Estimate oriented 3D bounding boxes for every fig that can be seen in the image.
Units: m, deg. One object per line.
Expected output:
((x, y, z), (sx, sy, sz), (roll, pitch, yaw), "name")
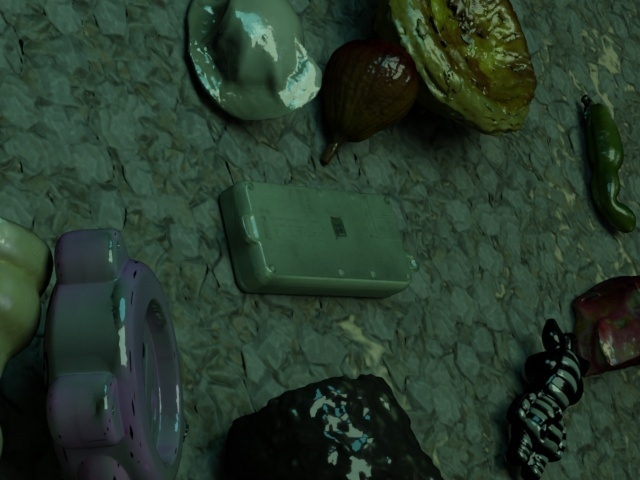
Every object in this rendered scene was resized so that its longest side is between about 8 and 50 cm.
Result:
((0.037, -0.171, 1.894), (0.153, 0.119, 0.119), (-32, 96, -8), "fig")

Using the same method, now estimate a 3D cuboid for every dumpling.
((-0.080, -0.215, 1.787), (0.150, 0.092, 0.176), (-26, 95, -38), "dumpling")

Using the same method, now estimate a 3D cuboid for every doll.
((0.271, 0.195, 1.965), (0.091, 0.067, 0.219), (45, 48, -19), "doll")

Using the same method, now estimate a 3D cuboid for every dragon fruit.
((0.455, 0.092, 2.154), (0.274, 0.161, 0.126), (-4, 75, -47), "dragon fruit")

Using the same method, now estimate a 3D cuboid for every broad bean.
((0.404, -0.112, 2.300), (0.070, 0.048, 0.214), (11, 62, -44), "broad bean")

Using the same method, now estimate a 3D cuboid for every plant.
((0.016, 0.248, 1.556), (0.204, 0.178, 0.234), (3, 62, -49), "plant")

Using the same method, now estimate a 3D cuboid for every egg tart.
((0.156, -0.245, 2.027), (0.290, 0.115, 0.290), (34, 42, -37), "egg tart")

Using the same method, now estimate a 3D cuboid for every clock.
((-0.176, 0.119, 1.385), (0.248, 0.090, 0.228), (78, 8, -62), "clock")

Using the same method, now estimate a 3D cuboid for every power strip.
((0.000, 0.000, 1.782), (0.270, 0.046, 0.118), (4, 64, -46), "power strip")

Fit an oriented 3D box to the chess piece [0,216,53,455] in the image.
((-0.315, 0.132, 1.276), (0.167, 0.167, 0.300), (27, 55, -37), "chess piece")
